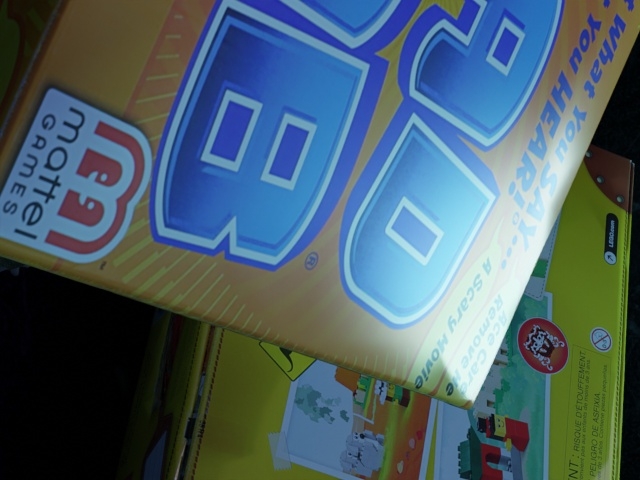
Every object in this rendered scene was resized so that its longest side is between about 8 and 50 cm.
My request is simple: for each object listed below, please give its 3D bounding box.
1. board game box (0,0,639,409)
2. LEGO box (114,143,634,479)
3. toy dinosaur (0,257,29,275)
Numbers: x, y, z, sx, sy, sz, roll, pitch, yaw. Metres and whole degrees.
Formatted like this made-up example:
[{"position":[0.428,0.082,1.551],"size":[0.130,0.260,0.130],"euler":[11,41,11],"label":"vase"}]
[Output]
[{"position":[-0.075,-0.170,0.689],"size":[0.356,0.356,0.356],"euler":[24,89,-51],"label":"board game box"},{"position":[0.050,0.113,1.154],"size":[0.193,0.372,0.500],"euler":[135,-30,-56],"label":"LEGO box"},{"position":[-0.202,-0.080,0.999],"size":[0.160,0.121,0.313],"euler":[-92,159,-46],"label":"toy dinosaur"}]
